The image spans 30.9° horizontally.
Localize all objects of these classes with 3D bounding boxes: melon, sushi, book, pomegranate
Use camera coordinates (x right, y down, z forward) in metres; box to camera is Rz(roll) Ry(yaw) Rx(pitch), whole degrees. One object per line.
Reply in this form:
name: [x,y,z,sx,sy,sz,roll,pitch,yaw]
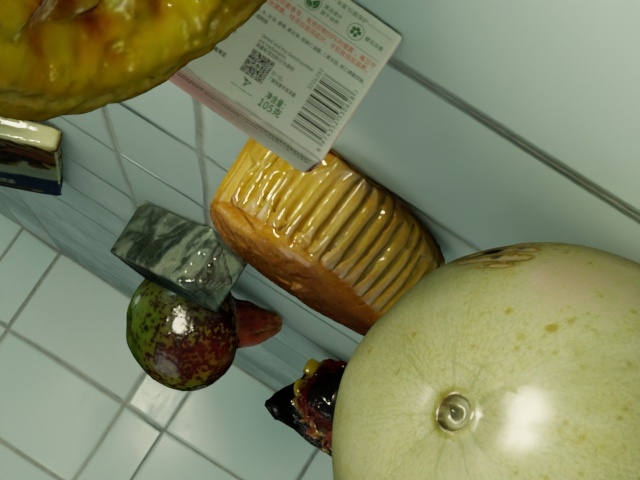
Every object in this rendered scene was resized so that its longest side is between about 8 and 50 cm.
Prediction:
melon: [0.149,0.140,0.733,0.268,0.269,0.330,24,177,36]
sushi: [0.029,0.266,1.859,0.172,0.153,0.150,52,155,18]
book: [-0.522,-0.139,1.676,0.300,0.039,0.428,12,171,-10]
pomegranate: [-0.179,0.136,1.818,0.247,0.214,0.214,2,173,-12]

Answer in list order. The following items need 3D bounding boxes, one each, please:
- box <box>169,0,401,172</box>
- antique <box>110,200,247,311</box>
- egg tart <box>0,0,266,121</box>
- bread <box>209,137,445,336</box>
box: [-0.031,-0.108,0.641,0.125,0.089,0.043,35,168,-7]
antique: [-0.188,0.023,1.572,0.183,0.088,0.086,21,164,45]
egg tart: [-0.105,-0.163,0.426,0.147,0.202,0.202,42,173,26]
bread: [0.000,0.000,0.956,0.199,0.104,0.199,33,170,7]
